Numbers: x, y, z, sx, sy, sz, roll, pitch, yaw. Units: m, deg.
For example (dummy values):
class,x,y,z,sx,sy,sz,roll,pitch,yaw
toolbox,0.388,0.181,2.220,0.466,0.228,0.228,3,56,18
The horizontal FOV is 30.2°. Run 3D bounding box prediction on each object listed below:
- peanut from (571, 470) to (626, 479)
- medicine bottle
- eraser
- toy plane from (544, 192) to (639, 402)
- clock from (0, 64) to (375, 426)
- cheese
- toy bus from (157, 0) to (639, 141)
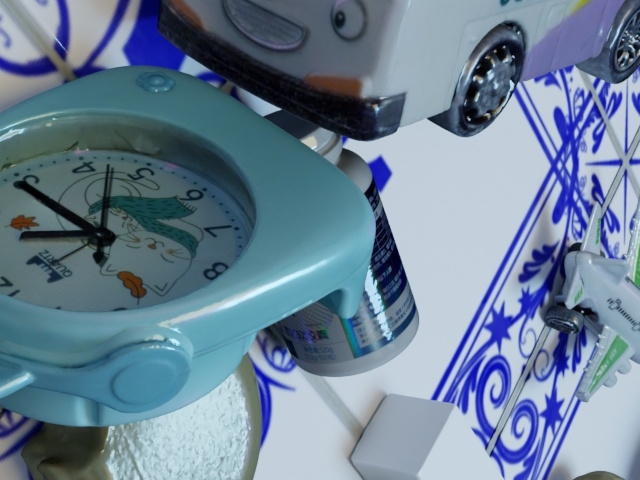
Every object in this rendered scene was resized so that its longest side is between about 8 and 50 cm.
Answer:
class,x,y,z,sx,sy,sz,roll,pitch,yaw
peanut,0.261,0.342,1.223,0.086,0.104,0.227,43,64,-27
medicine bottle,0.000,0.000,0.891,0.107,0.107,0.191,-42,123,-38
eraser,0.137,0.263,1.091,0.076,0.078,0.298,-57,131,-29
toy plane,0.315,0.071,1.264,0.255,0.101,0.251,45,60,-45
clock,-0.125,0.008,0.682,0.274,0.224,0.094,-30,143,-35
cheese,-0.120,0.108,0.779,0.175,0.091,0.202,-26,111,-44
toy bus,0.112,-0.241,0.863,0.440,0.209,0.249,-23,136,-44
